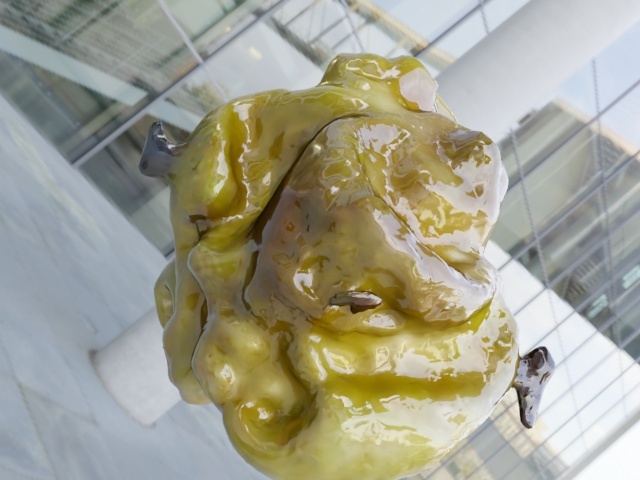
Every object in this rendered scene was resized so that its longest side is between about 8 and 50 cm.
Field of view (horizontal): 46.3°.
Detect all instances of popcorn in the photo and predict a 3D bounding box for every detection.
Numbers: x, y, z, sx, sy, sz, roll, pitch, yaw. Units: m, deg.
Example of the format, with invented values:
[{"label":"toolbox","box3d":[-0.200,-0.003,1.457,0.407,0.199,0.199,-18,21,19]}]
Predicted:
[{"label":"popcorn","box3d":[0.000,0.000,0.535,0.281,0.297,0.316,27,-6,-16]}]
